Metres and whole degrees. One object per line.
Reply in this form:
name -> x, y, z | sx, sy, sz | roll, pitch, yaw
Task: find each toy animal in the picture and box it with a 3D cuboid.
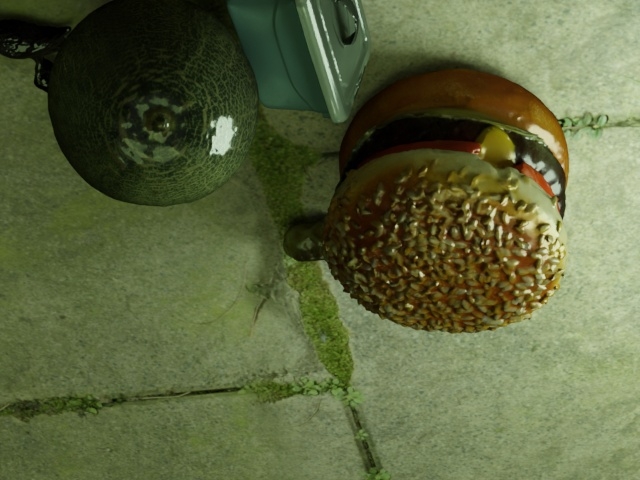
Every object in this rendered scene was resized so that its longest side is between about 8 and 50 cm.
toy animal -> -0.383, -0.256, 1.984 | 0.202, 0.070, 0.105 | 29, 121, -15

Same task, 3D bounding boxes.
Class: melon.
melon -> -0.198, -0.166, 1.817 | 0.248, 0.329, 0.248 | -3, 103, -11

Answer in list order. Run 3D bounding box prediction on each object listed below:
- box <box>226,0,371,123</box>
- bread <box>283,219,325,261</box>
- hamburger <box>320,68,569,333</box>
box -> -0.018, -0.265, 1.859 | 0.130, 0.162, 0.227 | 2, 137, 19
bread -> 0.000, 0.000, 2.201 | 0.110, 0.060, 0.066 | -4, 165, 12
hamburger -> 0.166, -0.035, 2.006 | 0.330, 0.250, 0.330 | 3, 136, 3
